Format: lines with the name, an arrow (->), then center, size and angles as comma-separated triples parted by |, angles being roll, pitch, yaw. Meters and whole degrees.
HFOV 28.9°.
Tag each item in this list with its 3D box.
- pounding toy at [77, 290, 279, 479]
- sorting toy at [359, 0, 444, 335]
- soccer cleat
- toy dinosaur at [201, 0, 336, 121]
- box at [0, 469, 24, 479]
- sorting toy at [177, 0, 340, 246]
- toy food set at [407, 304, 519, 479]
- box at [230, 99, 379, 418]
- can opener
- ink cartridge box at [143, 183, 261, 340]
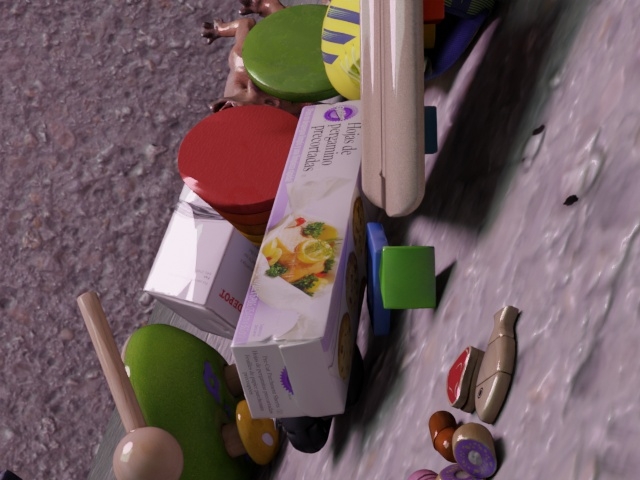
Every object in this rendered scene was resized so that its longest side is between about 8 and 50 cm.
pounding toy -> -0.086, 0.135, 1.023 | 0.237, 0.110, 0.183 | 46, -154, -63
sorting toy -> 0.056, -0.110, 0.801 | 0.196, 0.047, 0.347 | -128, 37, -86
soccer cleat -> 0.058, -0.161, 0.977 | 0.289, 0.093, 0.121 | 135, 148, -66
toy dinosaur -> -0.024, -0.193, 1.376 | 0.200, 0.127, 0.295 | 22, 57, 40
box -> -0.382, 0.493, 1.337 | 0.395, 0.212, 0.293 | -54, 10, -2
sorting toy -> -0.016, -0.130, 1.211 | 0.126, 0.127, 0.365 | 83, -153, -49
toy food set -> 0.065, 0.095, 0.602 | 0.078, 0.019, 0.122 | 124, 164, -50
box -> 0.000, 0.000, 0.903 | 0.324, 0.063, 0.067 | -76, -22, -56
can opener -> 0.000, 0.086, 0.901 | 0.186, 0.073, 0.059 | -83, -21, -65
ink cartridge box -> -0.087, -0.005, 1.274 | 0.190, 0.082, 0.139 | -69, -27, -14
